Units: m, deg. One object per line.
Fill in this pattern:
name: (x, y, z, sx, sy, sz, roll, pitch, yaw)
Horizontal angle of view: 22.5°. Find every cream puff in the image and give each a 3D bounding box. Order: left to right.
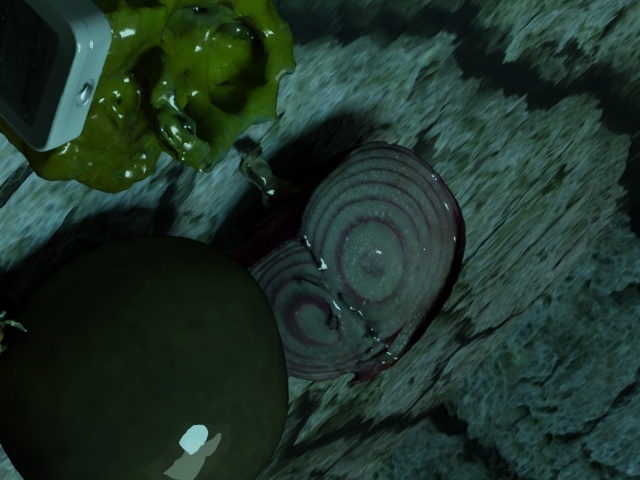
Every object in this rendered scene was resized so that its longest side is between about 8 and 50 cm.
cream puff: (-0.130, -0.141, 1.254, 0.282, 0.185, 0.282, -34, 160, -14)

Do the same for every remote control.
remote control: (-0.221, -0.165, 0.955, 0.034, 0.250, 0.103, -29, 156, -42)

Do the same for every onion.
onion: (0.016, 0.022, 1.790, 0.256, 0.272, 0.230, -20, 176, -33)

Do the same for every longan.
longan: (-0.173, 0.140, 1.568, 0.297, 0.297, 0.297, -36, 158, -17)

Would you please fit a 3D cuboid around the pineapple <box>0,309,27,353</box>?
pineapple: (-0.342, 0.075, 1.452, 0.135, 0.079, 0.233, -24, 159, -21)
